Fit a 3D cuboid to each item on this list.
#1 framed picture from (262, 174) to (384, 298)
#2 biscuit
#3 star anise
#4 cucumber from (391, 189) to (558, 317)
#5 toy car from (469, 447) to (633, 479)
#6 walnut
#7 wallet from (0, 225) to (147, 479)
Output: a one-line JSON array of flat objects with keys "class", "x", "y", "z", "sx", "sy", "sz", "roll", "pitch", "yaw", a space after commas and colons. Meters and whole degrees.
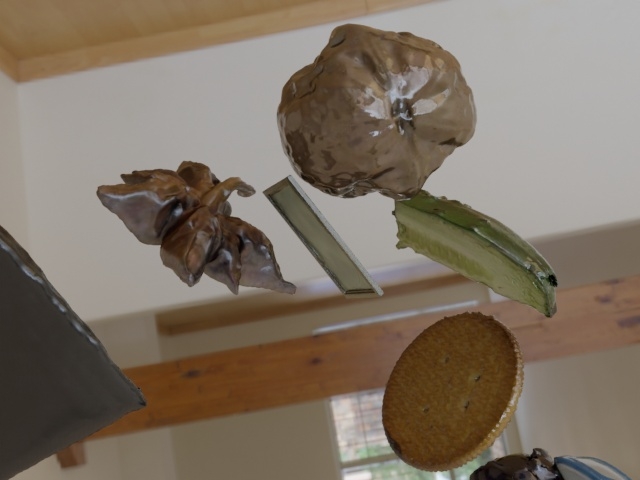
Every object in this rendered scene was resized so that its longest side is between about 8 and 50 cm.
[{"class": "framed picture", "x": 0.000, "y": 0.000, "z": 1.120, "sx": 0.010, "sy": 0.201, "sz": 0.136, "roll": -40, "pitch": -173, "yaw": -16}, {"class": "biscuit", "x": 0.230, "y": 0.263, "z": 1.427, "sx": 0.038, "sy": 0.305, "sz": 0.305, "roll": 36, "pitch": 142, "yaw": -31}, {"class": "star anise", "x": -0.166, "y": -0.034, "z": 1.160, "sx": 0.109, "sy": 0.292, "sz": 0.349, "roll": -41, "pitch": 151, "yaw": 23}, {"class": "cucumber", "x": 0.262, "y": 0.006, "z": 1.324, "sx": 0.105, "sy": 0.145, "sz": 0.325, "roll": -35, "pitch": -136, "yaw": -25}, {"class": "toy car", "x": 0.143, "y": 0.291, "z": 0.578, "sx": 0.166, "sy": 0.198, "sz": 0.314, "roll": 24, "pitch": 119, "yaw": -41}, {"class": "walnut", "x": 0.069, "y": -0.169, "z": 1.088, "sx": 0.227, "sy": 0.273, "sz": 0.273, "roll": 41, "pitch": 148, "yaw": -15}, {"class": "wallet", "x": -0.286, "y": 0.026, "z": 0.452, "sx": 0.247, "sy": 0.323, "sz": 0.041, "roll": -28, "pitch": -158, "yaw": 17}]
